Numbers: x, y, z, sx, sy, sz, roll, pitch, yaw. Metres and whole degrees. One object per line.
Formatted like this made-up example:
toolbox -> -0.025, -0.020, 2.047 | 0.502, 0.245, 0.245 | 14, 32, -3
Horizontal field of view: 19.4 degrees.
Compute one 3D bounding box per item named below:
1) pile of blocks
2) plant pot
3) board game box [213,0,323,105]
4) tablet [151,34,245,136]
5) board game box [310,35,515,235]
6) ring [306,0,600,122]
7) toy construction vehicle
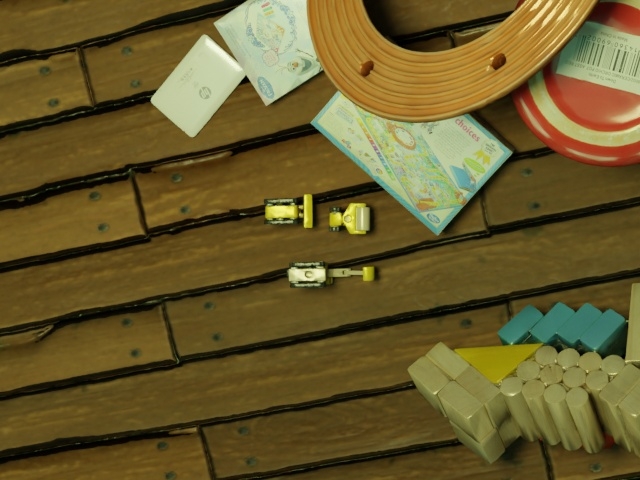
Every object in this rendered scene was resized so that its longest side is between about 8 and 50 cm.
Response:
pile of blocks -> 0.267, 0.128, 1.654 | 0.362, 0.149, 0.112 | 0, 145, 21
plant pot -> 0.243, -0.151, 1.553 | 0.191, 0.174, 0.191 | 3, 104, 12
board game box -> -0.035, -0.183, 1.683 | 0.090, 0.020, 0.090 | -31, 94, 16
tablet -> -0.112, -0.142, 1.715 | 0.054, 0.006, 0.083 | 41, 107, 1
board game box -> 0.083, -0.094, 1.673 | 0.154, 0.026, 0.103 | 42, 107, 1
ring -> 0.123, -0.250, 1.530 | 0.337, 0.032, 0.336 | -19, 60, 36
toy construction vehicle -> 0.000, 0.000, 1.711 | 0.098, 0.035, 0.085 | -3, 90, 10
